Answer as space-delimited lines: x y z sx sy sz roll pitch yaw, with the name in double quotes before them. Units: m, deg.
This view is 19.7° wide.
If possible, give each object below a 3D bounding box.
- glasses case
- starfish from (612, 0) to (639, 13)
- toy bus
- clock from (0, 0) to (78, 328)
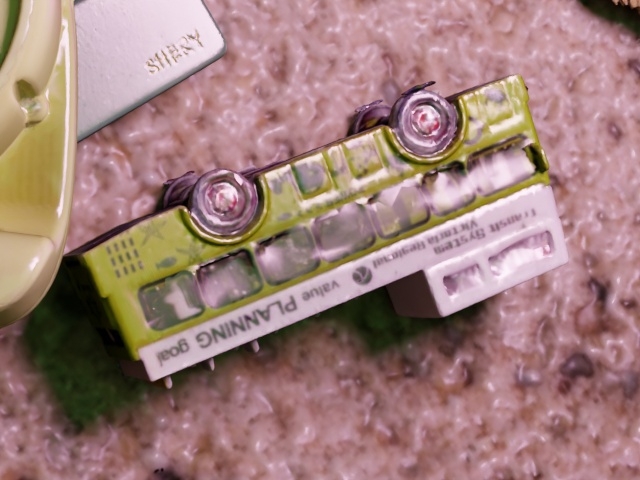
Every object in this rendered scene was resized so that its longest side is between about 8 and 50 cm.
"glasses case" -0.153 -0.104 1.139 0.184 0.039 0.077 -33 97 -17
"starfish" 0.273 -0.211 1.275 0.302 0.060 0.299 24 82 -15
"toy bus" 0.000 0.000 1.151 0.302 0.113 0.139 -22 94 -15
"clock" -0.273 -0.128 1.033 0.286 0.117 0.348 7 83 -4
